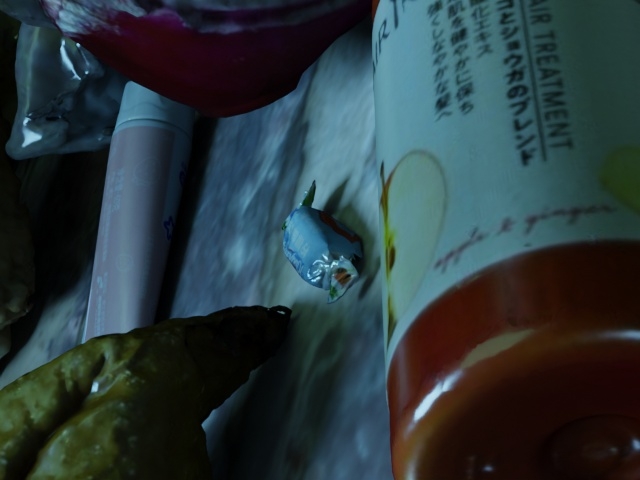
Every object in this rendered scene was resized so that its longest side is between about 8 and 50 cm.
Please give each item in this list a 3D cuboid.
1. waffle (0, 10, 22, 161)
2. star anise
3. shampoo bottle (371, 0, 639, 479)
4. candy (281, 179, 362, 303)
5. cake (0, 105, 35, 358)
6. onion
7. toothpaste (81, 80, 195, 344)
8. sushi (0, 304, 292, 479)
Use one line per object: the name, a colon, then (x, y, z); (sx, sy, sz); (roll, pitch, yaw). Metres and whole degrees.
waffle: (-0.261, -0.159, 1.301); (0.376, 0.114, 0.261); (-35, 36, 47)
star anise: (-0.099, -0.162, 0.979); (0.257, 0.111, 0.198); (-55, -5, -21)
shampoo bottle: (0.068, -0.039, 0.517); (0.104, 0.104, 0.278); (-46, 29, 34)
candy: (0.001, 0.000, 0.717); (0.030, 0.020, 0.083); (-60, 24, 12)
cake: (-0.348, -0.004, 1.046); (0.290, 0.256, 0.282); (-42, 57, 36)
onion: (-0.056, -0.178, 0.791); (0.216, 0.206, 0.207); (-33, 20, -12)
toothpaste: (-0.097, 0.007, 0.892); (0.067, 0.043, 0.194); (-27, 48, 51)
sushi: (-0.119, 0.139, 0.689); (0.149, 0.140, 0.287); (7, 67, 26)
